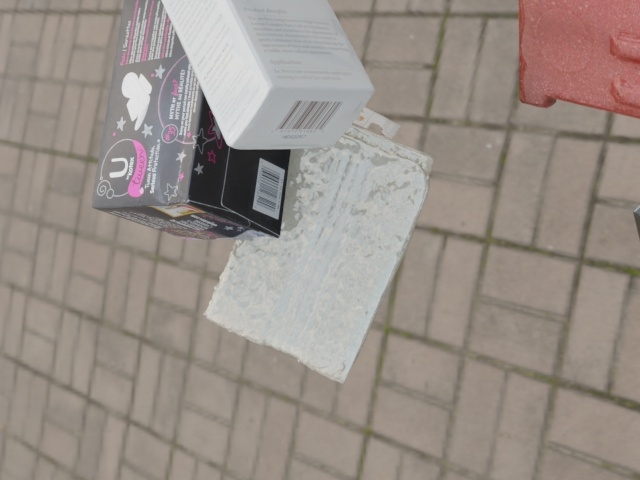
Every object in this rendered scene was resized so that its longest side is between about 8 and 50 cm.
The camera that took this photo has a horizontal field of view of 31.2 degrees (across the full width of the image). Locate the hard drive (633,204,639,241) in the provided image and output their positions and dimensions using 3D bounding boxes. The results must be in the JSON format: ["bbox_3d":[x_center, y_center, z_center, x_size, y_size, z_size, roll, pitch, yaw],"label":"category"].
[{"bbox_3d":[0.427,-0.051,1.343,0.135,0.094,0.022,-42,55,-5],"label":"hard drive"}]

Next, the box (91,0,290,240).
[{"bbox_3d":[-0.127,-0.135,1.231,0.142,0.163,0.247,-1,76,35],"label":"box"}]

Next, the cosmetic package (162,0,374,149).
[{"bbox_3d":[-0.059,-0.194,1.000,0.085,0.117,0.231,-49,56,41],"label":"cosmetic package"}]

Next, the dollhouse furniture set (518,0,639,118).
[{"bbox_3d":[0.276,-0.122,0.455,0.374,0.201,0.152,24,136,43],"label":"dollhouse furniture set"}]

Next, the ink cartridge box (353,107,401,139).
[{"bbox_3d":[-0.018,-0.161,1.465,0.225,0.181,0.056,29,111,1],"label":"ink cartridge box"}]

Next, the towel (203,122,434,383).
[{"bbox_3d":[0.000,0.000,1.303,0.187,0.049,0.282,24,97,7],"label":"towel"}]
